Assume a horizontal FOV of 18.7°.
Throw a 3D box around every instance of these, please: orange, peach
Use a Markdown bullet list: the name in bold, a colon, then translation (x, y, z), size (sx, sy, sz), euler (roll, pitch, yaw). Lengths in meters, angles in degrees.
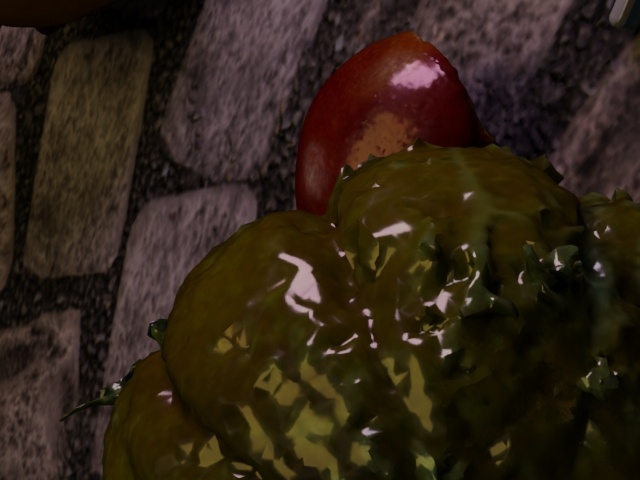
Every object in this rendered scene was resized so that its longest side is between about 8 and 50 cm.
- **orange**: translation (0.056, 0.119, 0.826), size (0.300, 0.301, 0.223), euler (-27, 15, 1)
- **peach**: translation (0.040, -0.038, 1.077), size (0.118, 0.151, 0.151), euler (-20, 49, -4)

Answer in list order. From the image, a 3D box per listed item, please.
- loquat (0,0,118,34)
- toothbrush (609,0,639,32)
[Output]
- **loquat**: translation (-0.197, -0.257, 1.371), size (0.238, 0.238, 0.193), euler (-47, 65, 33)
- **toothbrush**: translation (0.198, -0.200, 0.991), size (0.017, 0.022, 0.204), euler (39, 109, 49)
